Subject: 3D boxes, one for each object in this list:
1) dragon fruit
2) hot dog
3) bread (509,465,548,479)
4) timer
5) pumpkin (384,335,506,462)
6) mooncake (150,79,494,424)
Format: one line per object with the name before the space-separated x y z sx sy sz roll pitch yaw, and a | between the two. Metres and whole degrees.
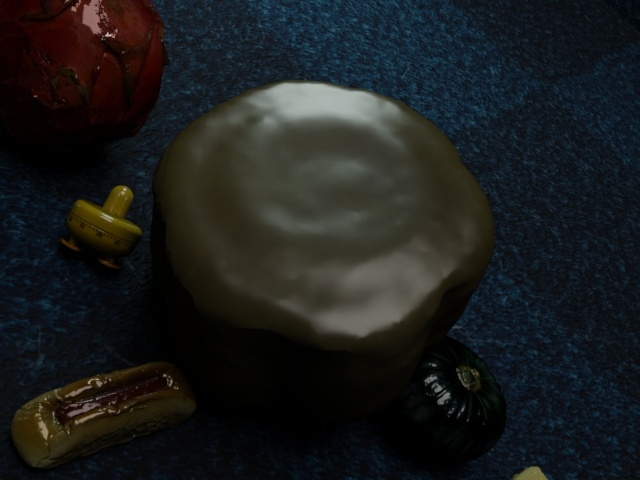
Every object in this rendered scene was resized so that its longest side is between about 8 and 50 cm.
dragon fruit | -0.373 -0.283 1.373 0.295 0.295 0.302 -10 84 -39
hot dog | -0.259 0.206 1.153 0.242 0.073 0.084 -11 53 -39
bread | 0.272 0.408 1.308 0.188 0.068 0.125 -19 64 -42
timer | -0.301 -0.027 1.315 0.107 0.109 0.107 27 -1 0
pumpkin | 0.181 0.226 1.359 0.202 0.140 0.202 26 36 -21
mooncake | -0.009 0.011 1.275 0.467 0.262 0.467 3 51 -3
